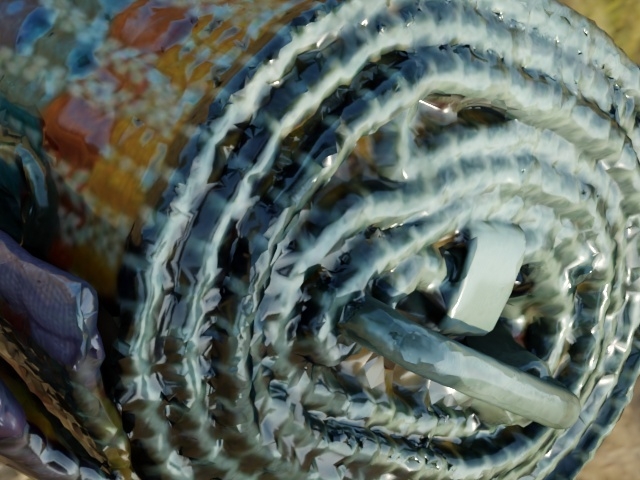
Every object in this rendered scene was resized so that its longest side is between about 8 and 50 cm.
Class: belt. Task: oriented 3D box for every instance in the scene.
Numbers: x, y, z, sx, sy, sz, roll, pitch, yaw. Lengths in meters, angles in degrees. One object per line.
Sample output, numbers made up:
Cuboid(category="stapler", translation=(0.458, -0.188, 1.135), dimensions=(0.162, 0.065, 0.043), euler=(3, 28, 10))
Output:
Cuboid(category="belt", translation=(0.000, 0.000, 0.631), dimensions=(0.295, 0.160, 0.207), euler=(32, 89, -52))
